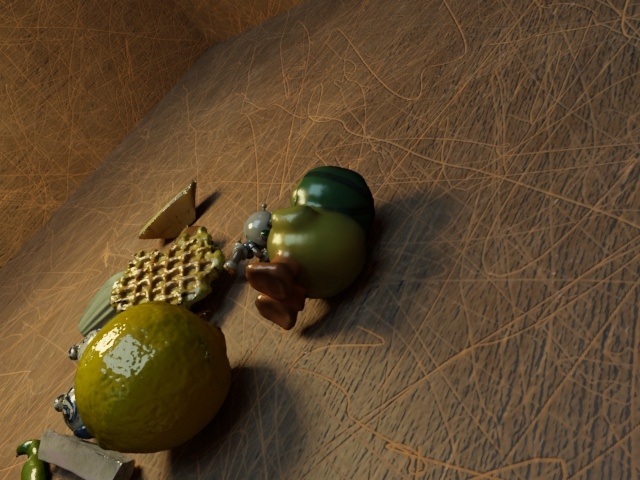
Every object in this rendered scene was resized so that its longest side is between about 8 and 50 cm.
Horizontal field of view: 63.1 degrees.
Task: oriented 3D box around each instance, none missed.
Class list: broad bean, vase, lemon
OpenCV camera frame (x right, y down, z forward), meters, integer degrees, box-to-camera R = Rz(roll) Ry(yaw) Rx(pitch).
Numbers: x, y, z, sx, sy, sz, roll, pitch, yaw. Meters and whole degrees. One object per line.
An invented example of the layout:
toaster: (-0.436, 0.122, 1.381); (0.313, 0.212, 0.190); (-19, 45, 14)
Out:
broad bean: (-0.668, 0.527, 1.217); (0.070, 0.048, 0.214); (-44, 34, -22)
vase: (-0.592, 0.190, 1.480); (0.248, 0.128, 0.128); (-38, 32, 20)
lemon: (-0.306, 0.251, 0.969); (0.293, 0.293, 0.293); (-27, 35, 21)

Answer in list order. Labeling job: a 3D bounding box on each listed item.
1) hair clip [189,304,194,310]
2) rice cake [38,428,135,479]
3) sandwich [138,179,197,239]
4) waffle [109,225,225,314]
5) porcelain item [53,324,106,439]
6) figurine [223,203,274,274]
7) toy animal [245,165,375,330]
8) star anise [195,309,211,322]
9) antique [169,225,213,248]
hair clip: (-0.346, 0.184, 1.307); (0.049, 0.049, 0.172); (-17, 41, 33)
rice cake: (-0.502, 0.461, 1.106); (0.365, 0.056, 0.072); (-6, 65, 40)
sandwich: (-0.476, -0.084, 1.710); (0.258, 0.096, 0.094); (-42, 26, 1)
waffle: (-0.383, 0.091, 1.298); (0.301, 0.058, 0.281); (-36, 45, -12)
porcelain item: (-0.493, 0.312, 1.216); (0.186, 0.138, 0.287); (-25, 37, 16)
figurine: (-0.157, 0.004, 1.281); (0.197, 0.094, 0.147); (-64, 16, -19)
toy animal: (0.003, 0.000, 1.032); (0.191, 0.216, 0.338); (14, 53, 21)
star anise: (-0.307, 0.225, 1.196); (0.168, 0.057, 0.167); (-21, 37, 17)
antique: (-0.392, 0.098, 1.409); (0.094, 0.087, 0.309); (-7, 45, 39)
